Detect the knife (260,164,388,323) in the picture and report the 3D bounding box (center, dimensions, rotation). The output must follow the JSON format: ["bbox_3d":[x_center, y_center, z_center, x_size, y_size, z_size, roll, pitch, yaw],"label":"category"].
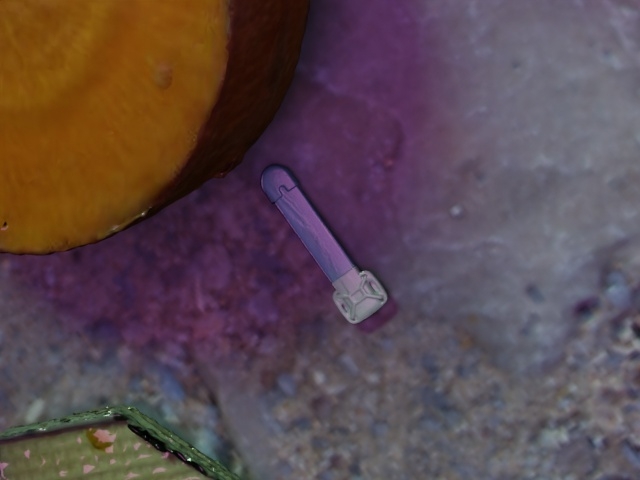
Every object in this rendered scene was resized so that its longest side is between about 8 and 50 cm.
[{"bbox_3d":[0.000,0.000,1.022,0.027,0.010,0.096,-37,87,16],"label":"knife"}]

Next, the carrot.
[{"bbox_3d":[-0.134,-0.141,0.935,0.258,0.100,0.307,16,125,13],"label":"carrot"}]

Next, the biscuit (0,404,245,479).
[{"bbox_3d":[-0.083,0.208,1.052,0.147,0.046,0.250,-14,95,16],"label":"biscuit"}]
